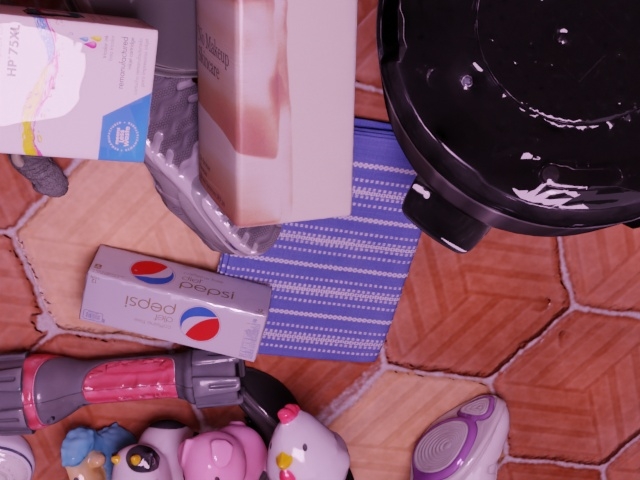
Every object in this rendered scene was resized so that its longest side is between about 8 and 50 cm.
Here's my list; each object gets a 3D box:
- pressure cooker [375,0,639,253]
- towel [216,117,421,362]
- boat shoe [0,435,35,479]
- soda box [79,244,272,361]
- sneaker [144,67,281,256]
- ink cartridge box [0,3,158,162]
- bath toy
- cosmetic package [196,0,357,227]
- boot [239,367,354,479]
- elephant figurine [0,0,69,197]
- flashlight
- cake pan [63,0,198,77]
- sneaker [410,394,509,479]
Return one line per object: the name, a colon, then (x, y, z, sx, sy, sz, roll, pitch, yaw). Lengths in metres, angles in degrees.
pressure cooker: (0.241, -0.189, 1.307, 0.369, 0.420, 0.376, -11, 87, 3)
towel: (0.000, 0.000, 1.583, 0.243, 0.040, 0.336, 7, 120, -16)
boat shoe: (-0.531, 0.350, 1.603, 0.367, 0.156, 0.136, -14, 122, -7)
soda box: (-0.171, 0.074, 1.540, 0.216, 0.074, 0.069, 15, 118, -4)
sneaker: (-0.168, -0.088, 1.454, 0.115, 0.105, 0.281, -16, 112, 49)
ink cartridge box: (-0.281, -0.153, 1.240, 0.231, 0.078, 0.134, 2, 106, -19)
bath toy: (-0.138, 0.263, 1.568, 0.348, 0.151, 0.129, -7, 127, 24)
cosmetic package: (-0.047, -0.179, 1.303, 0.129, 0.153, 0.296, -7, 113, -19)
boot: (-0.105, 0.310, 1.710, 0.229, 0.091, 0.263, -30, 114, 17)
elephant figurine: (-0.310, -0.155, 1.372, 0.239, 0.186, 0.169, 32, 85, -31)
flashlight: (-0.246, 0.176, 1.573, 0.304, 0.103, 0.103, -4, 149, 2)
cake pan: (-0.129, -0.303, 1.338, 0.293, 0.054, 0.293, -7, 115, -16)
sneaker: (0.182, 0.353, 1.742, 0.152, 0.114, 0.305, 30, 85, -31)
